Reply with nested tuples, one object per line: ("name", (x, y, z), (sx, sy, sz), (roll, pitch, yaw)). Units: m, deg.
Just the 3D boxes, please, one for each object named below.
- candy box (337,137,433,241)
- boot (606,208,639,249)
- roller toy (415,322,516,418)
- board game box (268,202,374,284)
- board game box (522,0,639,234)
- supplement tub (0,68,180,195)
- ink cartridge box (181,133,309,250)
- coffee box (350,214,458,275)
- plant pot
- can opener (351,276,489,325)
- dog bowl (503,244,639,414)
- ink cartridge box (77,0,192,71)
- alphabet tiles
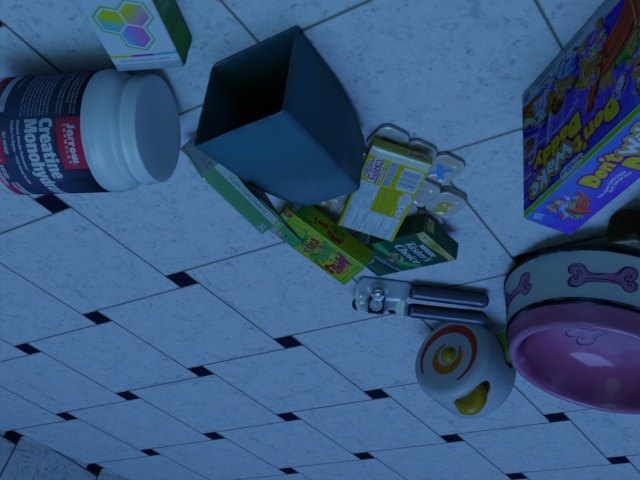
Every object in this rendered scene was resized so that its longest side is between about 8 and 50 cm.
("candy box", (0.107, -0.082, 1.440), (0.105, 0.027, 0.205), (20, 138, -3))
("boot", (0.603, -0.004, 1.402), (0.165, 0.077, 0.213), (16, 177, -14))
("roller toy", (0.308, 0.276, 1.823), (0.191, 0.209, 0.146), (1, 150, 48))
("board game box", (0.000, 0.000, 1.566), (0.181, 0.043, 0.092), (37, 145, -5))
("board game box", (0.386, -0.196, 1.077), (0.078, 0.233, 0.347), (18, 145, -14))
("supplement tub", (-0.379, -0.169, 1.326), (0.272, 0.191, 0.191), (-1, 145, 15))
("ink cartridge box", (-0.126, -0.071, 1.396), (0.056, 0.235, 0.171), (-41, 131, 4))
("coffee box", (0.151, 0.013, 1.578), (0.184, 0.040, 0.113), (-14, 142, 38))
("plant pot", (-0.042, -0.165, 1.287), (0.166, 0.165, 0.234), (-16, 142, 32))
("can opener", (0.206, 0.125, 1.754), (0.281, 0.074, 0.093), (6, 180, 7))
("dog bowl", (0.536, 0.186, 1.592), (0.408, 0.150, 0.408), (16, 150, 9))
("ink cartridge box", (-0.269, -0.333, 1.174), (0.109, 0.062, 0.209), (-1, 145, 15))
("alphabet tiles", (0.108, -0.093, 1.481), (0.284, 0.021, 0.278), (23, 144, -21))
